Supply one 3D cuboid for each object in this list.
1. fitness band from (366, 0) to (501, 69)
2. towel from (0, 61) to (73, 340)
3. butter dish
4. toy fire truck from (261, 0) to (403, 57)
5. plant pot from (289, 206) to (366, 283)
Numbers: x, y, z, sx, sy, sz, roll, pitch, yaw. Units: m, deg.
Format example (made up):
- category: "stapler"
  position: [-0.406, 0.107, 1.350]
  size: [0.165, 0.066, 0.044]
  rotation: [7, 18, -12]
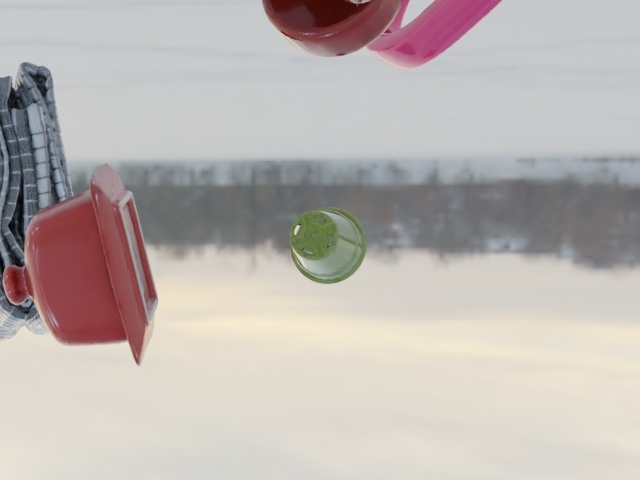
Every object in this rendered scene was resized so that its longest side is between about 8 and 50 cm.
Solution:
- category: "fitness band"
  position: [0.147, -0.298, 1.693]
  size: [0.054, 0.209, 0.291]
  rotation: [28, 129, -26]
- category: "towel"
  position: [-0.349, -0.036, 1.858]
  size: [0.121, 0.283, 0.235]
  rotation: [-9, 172, -17]
- category: "butter dish"
  position: [-0.207, 0.026, 1.383]
  size: [0.118, 0.160, 0.160]
  rotation: [-13, -171, 0]
- category: "toy fire truck"
  position: [-0.010, -0.293, 1.118]
  size: [0.302, 0.254, 0.169]
  rotation: [41, 180, 34]
- category: "plant pot"
  position: [0.000, 0.000, 1.729]
  size: [0.083, 0.083, 0.079]
  rotation: [0, 172, 13]
